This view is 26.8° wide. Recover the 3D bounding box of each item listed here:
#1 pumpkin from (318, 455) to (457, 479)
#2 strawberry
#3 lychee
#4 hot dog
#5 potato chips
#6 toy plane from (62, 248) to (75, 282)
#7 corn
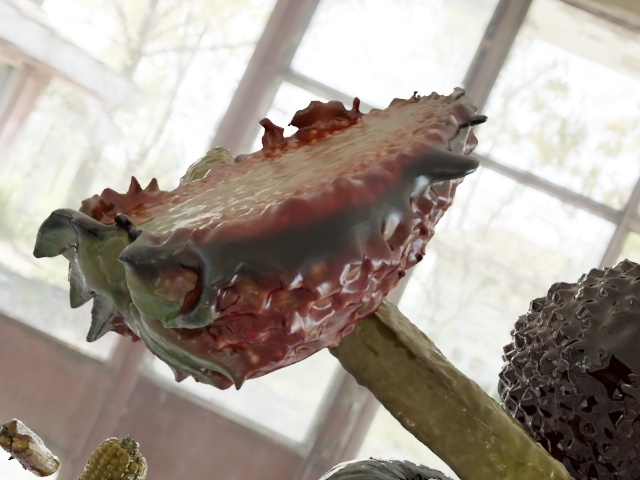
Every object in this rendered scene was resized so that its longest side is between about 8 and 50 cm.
[{"bbox_3d":[0.076,0.270,1.179,0.202,0.140,0.202,23,21,-9],"label":"pumpkin"},{"bbox_3d":[0.000,0.000,0.847,0.306,0.137,0.233,-23,19,-33],"label":"strawberry"},{"bbox_3d":[0.306,0.147,1.226,0.300,0.264,0.264,-3,-19,38],"label":"lychee"},{"bbox_3d":[-0.285,0.203,1.297,0.049,0.037,0.122,40,-12,21],"label":"hot dog"},{"bbox_3d":[0.026,0.058,0.958,0.407,0.057,0.080,43,11,22],"label":"potato chips"},{"bbox_3d":[-0.154,0.046,1.413,0.286,0.092,0.108,24,-2,0],"label":"toy plane"},{"bbox_3d":[-0.254,0.306,1.461,0.068,0.207,0.068,29,-7,4],"label":"corn"}]
